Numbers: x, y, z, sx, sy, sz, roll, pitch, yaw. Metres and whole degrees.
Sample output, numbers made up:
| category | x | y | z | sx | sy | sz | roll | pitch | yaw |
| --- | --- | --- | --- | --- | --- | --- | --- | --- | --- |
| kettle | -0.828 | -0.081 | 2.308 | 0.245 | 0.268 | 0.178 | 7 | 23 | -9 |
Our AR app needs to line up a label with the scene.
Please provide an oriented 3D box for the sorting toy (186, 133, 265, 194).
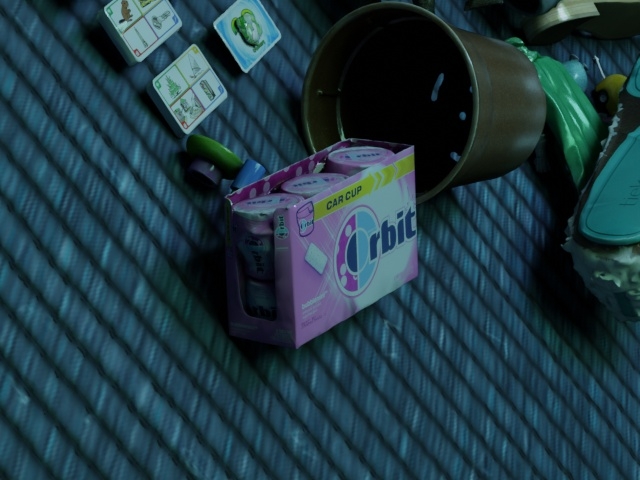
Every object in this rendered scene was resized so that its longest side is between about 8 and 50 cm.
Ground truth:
| category | x | y | z | sx | sy | sz | roll | pitch | yaw |
| --- | --- | --- | --- | --- | --- | --- | --- | --- | --- |
| sorting toy | -0.066 | -0.037 | 1.418 | 0.102 | 0.061 | 0.042 | 34 | 74 | -11 |

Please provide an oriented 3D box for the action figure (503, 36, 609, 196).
| category | x | y | z | sx | sy | sz | roll | pitch | yaw |
| --- | --- | --- | --- | --- | --- | --- | --- | --- | --- |
| action figure | 0.238 | -0.092 | 1.762 | 0.137 | 0.063 | 0.232 | -29 | 87 | -51 |

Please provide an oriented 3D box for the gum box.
| category | x | y | z | sx | sy | sz | roll | pitch | yaw |
| --- | --- | --- | --- | --- | --- | --- | --- | --- | --- |
| gum box | 0.000 | 0.000 | 1.396 | 0.188 | 0.062 | 0.107 | -28 | 121 | -53 |

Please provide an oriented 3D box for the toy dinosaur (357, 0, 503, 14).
| category | x | y | z | sx | sy | sz | roll | pitch | yaw |
| --- | --- | --- | --- | --- | --- | --- | --- | --- | --- |
| toy dinosaur | 0.077 | -0.262 | 1.615 | 0.121 | 0.313 | 0.160 | -17 | 92 | -24 |

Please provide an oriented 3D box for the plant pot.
| category | x | y | z | sx | sy | sz | roll | pitch | yaw |
| --- | --- | --- | --- | --- | --- | --- | --- | --- | --- |
| plant pot | 0.097 | -0.109 | 1.563 | 0.165 | 0.167 | 0.167 | -3 | 63 | -57 |

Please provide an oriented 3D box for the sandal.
| category | x | y | z | sx | sy | sz | roll | pitch | yaw |
| --- | --- | --- | --- | --- | --- | --- | --- | --- | --- |
| sandal | 0.284 | -0.256 | 1.924 | 0.240 | 0.088 | 0.079 | -12 | 75 | -45 |

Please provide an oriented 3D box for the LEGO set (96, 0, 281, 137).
| category | x | y | z | sx | sy | sz | roll | pitch | yaw |
| --- | --- | --- | --- | --- | --- | --- | --- | --- | --- |
| LEGO set | -0.119 | -0.206 | 1.518 | 0.182 | 0.060 | 0.244 | 56 | 37 | -14 |

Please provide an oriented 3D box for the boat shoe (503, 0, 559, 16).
| category | x | y | z | sx | sy | sz | roll | pitch | yaw |
| --- | --- | --- | --- | --- | --- | --- | --- | --- | --- |
| boat shoe | 0.120 | -0.337 | 1.801 | 0.319 | 0.116 | 0.099 | 38 | 63 | -6 |

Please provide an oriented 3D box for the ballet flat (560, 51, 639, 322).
| category | x | y | z | sx | sy | sz | roll | pitch | yaw |
| --- | --- | --- | --- | --- | --- | --- | --- | --- | --- |
| ballet flat | 0.335 | -0.085 | 1.726 | 0.147 | 0.147 | 0.409 | 42 | 57 | -13 |

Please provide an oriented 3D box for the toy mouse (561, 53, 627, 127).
| category | x | y | z | sx | sy | sz | roll | pitch | yaw |
| --- | --- | --- | --- | --- | --- | --- | --- | --- | --- |
| toy mouse | 0.272 | -0.135 | 1.849 | 0.143 | 0.031 | 0.161 | 1 | 53 | -43 |
